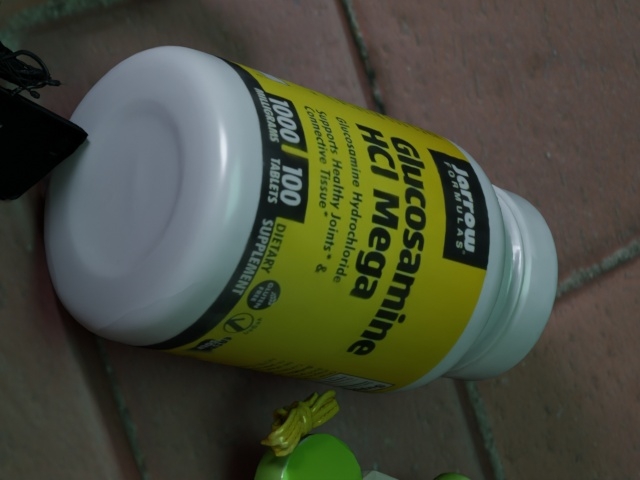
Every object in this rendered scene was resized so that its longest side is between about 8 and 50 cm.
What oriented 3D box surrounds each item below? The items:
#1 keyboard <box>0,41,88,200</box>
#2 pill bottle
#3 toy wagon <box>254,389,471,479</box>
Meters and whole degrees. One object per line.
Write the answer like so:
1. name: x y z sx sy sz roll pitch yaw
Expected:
1. keyboard: -0.204 -0.083 1.100 0.038 0.100 0.192 58 12 22
2. pill bottle: 0.000 0.000 1.245 0.334 0.188 0.188 15 72 -42
3. toy wagon: 0.028 0.264 1.299 0.267 0.068 0.344 -34 108 -43
